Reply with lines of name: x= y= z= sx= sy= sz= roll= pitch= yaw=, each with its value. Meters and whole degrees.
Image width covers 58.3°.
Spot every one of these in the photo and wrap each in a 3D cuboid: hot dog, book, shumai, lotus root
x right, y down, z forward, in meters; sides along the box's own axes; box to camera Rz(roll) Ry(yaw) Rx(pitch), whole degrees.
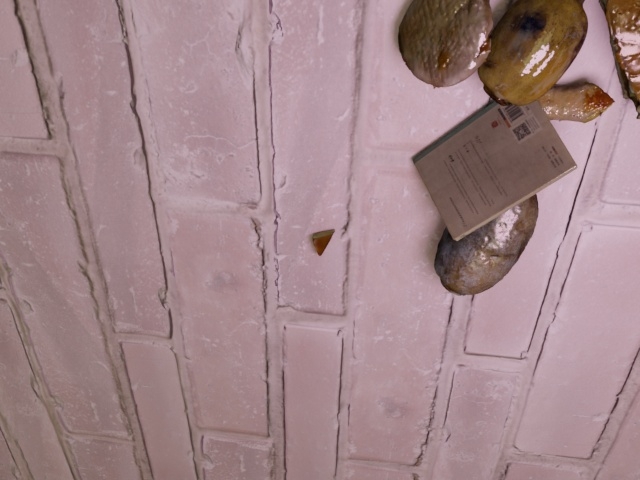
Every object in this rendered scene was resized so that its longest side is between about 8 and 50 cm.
hot dog: x=0.489 y=-0.271 z=1.133 sx=0.168 sy=0.061 sz=0.078 roll=9 pitch=94 yaw=27
book: x=0.344 y=-0.158 z=1.170 sx=0.282 sy=0.025 sz=0.215 roll=-33 pitch=70 yaw=30
shumai: x=0.250 y=-0.374 z=1.071 sx=0.201 sy=0.120 sz=0.202 roll=7 pitch=100 yaw=45
lotus root: x=0.366 y=-0.017 z=1.262 sx=0.174 sy=0.175 sz=0.350 roll=22 pitch=118 yaw=-6
lotus root: x=0.398 y=-0.373 z=1.035 sx=0.154 sy=0.154 sz=0.278 roll=29 pitch=117 yaw=-10

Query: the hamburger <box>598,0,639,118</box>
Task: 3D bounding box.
hamburger: x=0.623 y=-0.366 z=1.009 sx=0.211 sy=0.132 sz=0.309 roll=-21 pitch=117 yaw=24

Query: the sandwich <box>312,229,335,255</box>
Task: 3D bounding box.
sandwich: x=0.000 y=0.000 z=1.412 sx=0.044 sy=0.031 sz=0.083 roll=22 pitch=122 yaw=-11
